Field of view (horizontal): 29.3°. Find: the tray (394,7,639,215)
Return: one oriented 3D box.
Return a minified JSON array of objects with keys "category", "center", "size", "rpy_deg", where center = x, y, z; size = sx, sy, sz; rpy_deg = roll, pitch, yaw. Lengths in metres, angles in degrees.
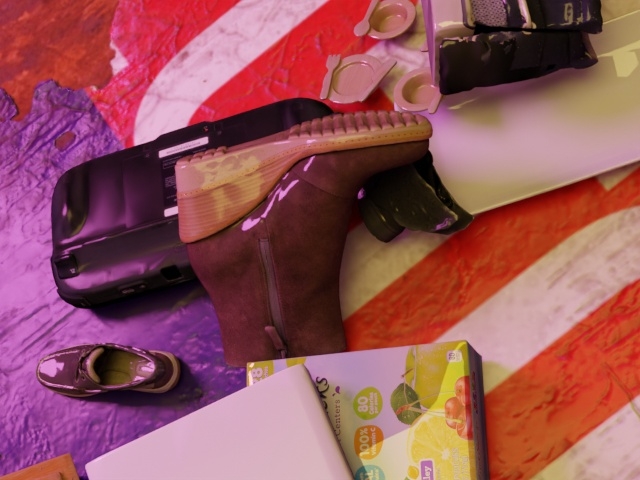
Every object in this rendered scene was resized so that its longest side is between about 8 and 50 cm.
[{"category":"tray","center":[0.213,-0.112,1.141],"size":[0.270,0.030,0.145],"rpy_deg":[-18,68,12]}]

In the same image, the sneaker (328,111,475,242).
[{"category":"sneaker","center":[0.069,-0.067,1.136],"size":[0.089,0.051,0.170],"rpy_deg":[-38,63,30]}]

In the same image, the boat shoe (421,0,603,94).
[{"category":"boat shoe","center":[0.171,-0.286,1.166],"size":[0.158,0.127,0.341],"rpy_deg":[-5,61,2]}]

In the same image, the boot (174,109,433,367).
[{"category":"boot","center":[0.000,0.000,1.111],"size":[0.248,0.090,0.207],"rpy_deg":[-12,106,13]}]

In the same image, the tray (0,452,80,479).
[{"category":"tray","center":[-0.383,0.352,1.061],"size":[0.410,0.076,0.203],"rpy_deg":[-18,64,-16]}]

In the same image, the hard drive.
[{"category":"hard drive","center":[-0.047,0.286,0.997],"size":[0.210,0.040,0.319],"rpy_deg":[-26,65,3]}]

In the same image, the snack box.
[{"category":"snack box","center":[0.040,0.187,1.073],"size":[0.207,0.070,0.175],"rpy_deg":[-9,69,18]}]

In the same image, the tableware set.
[{"category":"tableware set","center":[0.084,-0.182,1.193],"size":[0.168,0.020,0.141],"rpy_deg":[14,63,31]}]

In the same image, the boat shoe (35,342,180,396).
[{"category":"boat shoe","center":[-0.213,0.121,1.191],"size":[0.152,0.049,0.056],"rpy_deg":[-5,71,17]}]

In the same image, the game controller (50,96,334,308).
[{"category":"game controller","center":[-0.126,-0.040,1.221],"size":[0.319,0.067,0.166],"rpy_deg":[-15,53,13]}]
